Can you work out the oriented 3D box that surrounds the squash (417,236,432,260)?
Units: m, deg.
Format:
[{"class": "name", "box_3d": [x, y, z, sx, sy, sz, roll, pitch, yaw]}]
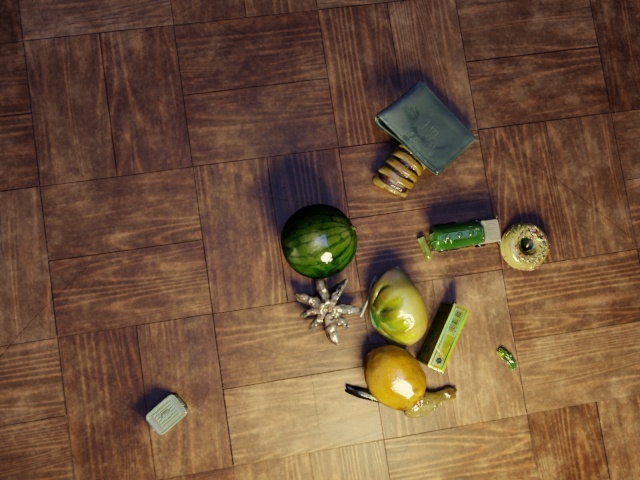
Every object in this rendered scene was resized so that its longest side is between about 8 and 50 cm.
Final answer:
[{"class": "squash", "box_3d": [0.358, 0.029, 1.752, 0.028, 0.027, 0.083, -23, 87, -6]}]

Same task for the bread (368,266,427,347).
[{"class": "bread", "box_3d": [0.254, 0.221, 1.651, 0.158, 0.156, 0.260, -22, 86, -21]}]

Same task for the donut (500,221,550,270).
[{"class": "donut", "box_3d": [0.705, 0.020, 1.758, 0.175, 0.068, 0.174, 0, 85, -3]}]

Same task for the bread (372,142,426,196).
[{"class": "bread", "box_3d": [0.286, -0.253, 1.741, 0.134, 0.081, 0.225, 36, 80, -2]}]

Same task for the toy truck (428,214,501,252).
[{"class": "toy truck", "box_3d": [0.477, -0.020, 1.716, 0.243, 0.125, 0.101, -8, 85, -6]}]

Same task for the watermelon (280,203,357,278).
[{"class": "watermelon", "box_3d": [-0.005, 0.002, 1.625, 0.243, 0.242, 0.242, 0, 86, -4]}]

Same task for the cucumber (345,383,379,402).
[{"class": "cucumber", "box_3d": [0.147, 0.510, 1.696, 0.135, 0.034, 0.033, 15, 90, -3]}]

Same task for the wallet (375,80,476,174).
[{"class": "wallet", "box_3d": [0.356, -0.377, 1.724, 0.251, 0.054, 0.290, -40, 85, -27]}]

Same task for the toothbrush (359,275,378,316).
[{"class": "toothbrush", "box_3d": [0.158, 0.183, 1.701, 0.017, 0.014, 0.162, 34, 58, -9]}]

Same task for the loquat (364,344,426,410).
[{"class": "loquat", "box_3d": [0.238, 0.440, 1.630, 0.176, 0.187, 0.234, -39, 81, -17]}]

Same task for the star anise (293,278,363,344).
[{"class": "star anise", "box_3d": [0.027, 0.223, 1.680, 0.230, 0.093, 0.236, -2, 81, -5]}]

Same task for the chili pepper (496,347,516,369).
[{"class": "chili pepper", "box_3d": [0.635, 0.400, 1.746, 0.030, 0.034, 0.091, -40, 90, 27]}]

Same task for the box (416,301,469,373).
[{"class": "box", "box_3d": [0.398, 0.313, 1.676, 0.064, 0.141, 0.219, 27, 83, -2]}]

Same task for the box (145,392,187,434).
[{"class": "box", "box_3d": [-0.483, 0.547, 1.631, 0.122, 0.069, 0.084, -40, 88, -6]}]

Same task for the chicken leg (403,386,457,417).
[{"class": "chicken leg", "box_3d": [0.366, 0.528, 1.696, 0.198, 0.069, 0.084, -14, 88, -12]}]
